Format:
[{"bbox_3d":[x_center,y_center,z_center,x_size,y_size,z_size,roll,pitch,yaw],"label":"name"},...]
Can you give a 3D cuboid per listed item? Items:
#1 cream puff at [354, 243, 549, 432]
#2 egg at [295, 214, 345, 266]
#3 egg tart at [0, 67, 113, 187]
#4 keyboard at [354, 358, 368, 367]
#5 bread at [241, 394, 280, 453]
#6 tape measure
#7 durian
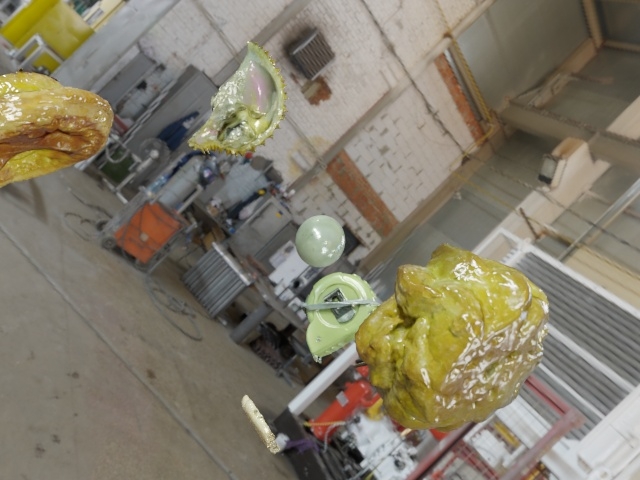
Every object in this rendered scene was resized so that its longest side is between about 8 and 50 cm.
[{"bbox_3d":[0.165,0.118,0.630,0.196,0.244,0.244,35,-5,24],"label":"cream puff"},{"bbox_3d":[0.000,0.000,1.539,0.149,0.149,0.192,46,28,-14],"label":"egg"},{"bbox_3d":[-0.728,-0.273,1.229,0.178,0.443,0.443,63,0,1],"label":"egg tart"},{"bbox_3d":[0.234,0.323,1.519,0.317,0.106,0.027,-5,76,-47],"label":"keyboard"},{"bbox_3d":[-0.205,0.607,1.691,0.182,0.039,0.251,44,-23,31],"label":"bread"},{"bbox_3d":[0.047,0.163,1.183,0.175,0.200,0.106,66,11,22],"label":"tape measure"},{"bbox_3d":[-0.195,-0.321,1.274,0.172,0.306,0.166,46,7,33],"label":"durian"}]
